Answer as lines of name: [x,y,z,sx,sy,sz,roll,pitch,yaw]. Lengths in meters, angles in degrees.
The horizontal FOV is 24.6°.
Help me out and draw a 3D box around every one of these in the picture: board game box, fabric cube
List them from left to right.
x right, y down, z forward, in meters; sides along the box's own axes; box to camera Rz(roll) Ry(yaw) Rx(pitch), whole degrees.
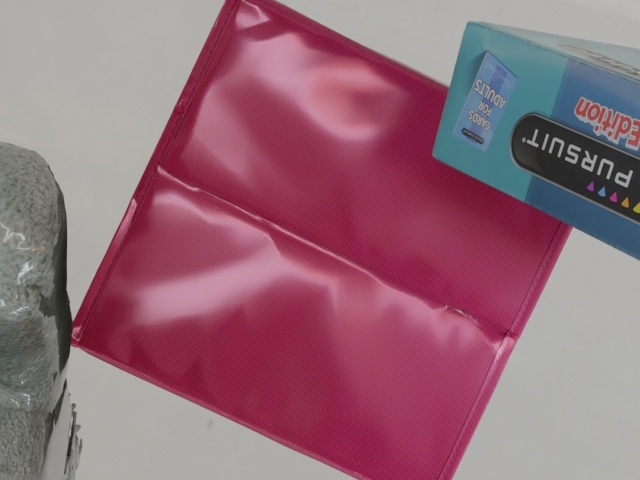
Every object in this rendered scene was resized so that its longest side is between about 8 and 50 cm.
fabric cube: [0.000,0.000,1.020,0.258,0.254,0.259,26,91,-5]
board game box: [0.267,-0.026,0.757,0.253,0.336,0.079,32,113,48]

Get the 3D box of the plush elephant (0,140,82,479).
plush elephant: [-0.252,0.092,0.686,0.255,0.330,0.272,8,83,-3]
